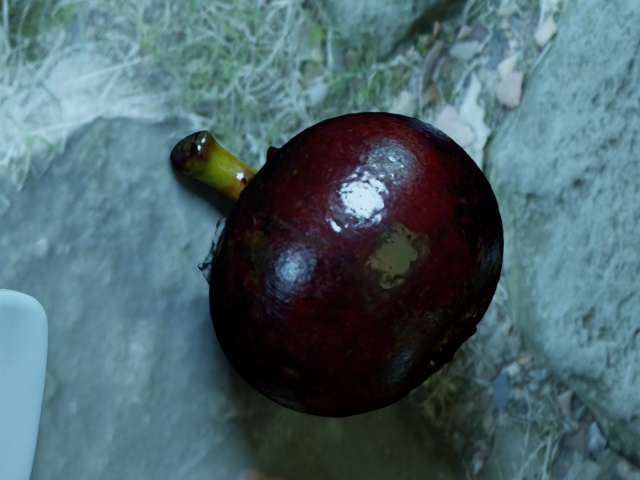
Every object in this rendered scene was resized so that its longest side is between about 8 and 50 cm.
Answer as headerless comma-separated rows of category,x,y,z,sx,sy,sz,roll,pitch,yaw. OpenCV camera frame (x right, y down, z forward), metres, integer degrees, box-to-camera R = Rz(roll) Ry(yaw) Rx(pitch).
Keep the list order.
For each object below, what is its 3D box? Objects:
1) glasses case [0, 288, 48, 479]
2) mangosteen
glasses case,-0.228,0.116,1.392,0.063,0.041,0.164,9,85,-36
mangosteen,0.000,0.000,1.471,0.261,0.235,0.235,35,64,16
